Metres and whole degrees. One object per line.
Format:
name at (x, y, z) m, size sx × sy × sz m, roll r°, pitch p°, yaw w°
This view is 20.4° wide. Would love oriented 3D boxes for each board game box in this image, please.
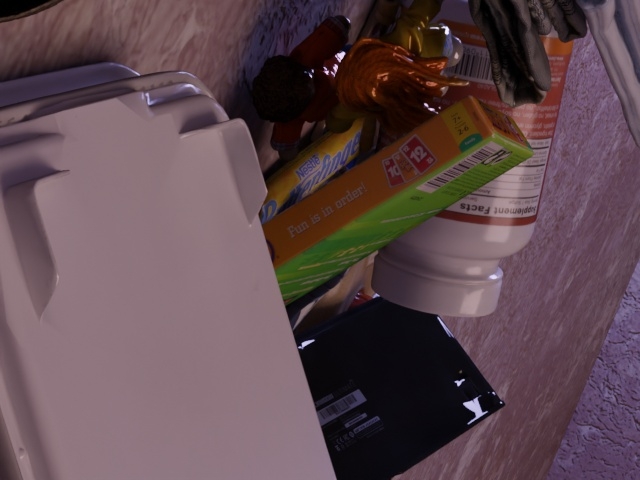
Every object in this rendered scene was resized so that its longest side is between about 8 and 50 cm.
board game box at (0.000, 0.000, 1.057) m, size 0.259 × 0.039 × 0.124 m, roll -34°, pitch 169°, yaw 13°

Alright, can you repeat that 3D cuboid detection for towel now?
towel at (0.108, -0.260, 0.969) m, size 0.312 × 0.056 × 0.324 m, roll 48°, pitch 42°, yaw -72°

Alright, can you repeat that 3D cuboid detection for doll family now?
doll family at (0.053, -0.155, 1.047) m, size 0.263 × 0.118 × 0.163 m, roll -71°, pitch 165°, yaw 13°

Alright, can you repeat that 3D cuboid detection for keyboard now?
keyboard at (0.029, 0.154, 1.226) m, size 0.317 × 0.201 × 0.033 m, roll -23°, pitch 163°, yaw -49°

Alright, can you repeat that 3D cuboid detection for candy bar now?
candy bar at (-0.008, -0.044, 1.176) m, size 0.161 × 0.018 × 0.040 m, roll -41°, pitch 149°, yaw -45°

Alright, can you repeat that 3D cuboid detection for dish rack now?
dish rack at (-0.068, 0.082, 0.780) m, size 0.285 × 0.072 × 0.333 m, roll -26°, pitch 100°, yaw -64°

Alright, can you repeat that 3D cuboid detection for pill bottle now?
pill bottle at (0.099, -0.062, 1.235) m, size 0.121 × 0.121 × 0.216 m, roll -23°, pitch 126°, yaw -66°

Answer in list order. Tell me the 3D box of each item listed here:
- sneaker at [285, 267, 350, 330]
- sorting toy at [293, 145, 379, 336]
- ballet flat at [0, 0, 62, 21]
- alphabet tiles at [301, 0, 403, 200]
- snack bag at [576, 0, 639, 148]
sneaker at (-0.023, 0.028, 1.170) m, size 0.144 × 0.053 × 0.059 m, roll -51°, pitch -176°, yaw 15°
sorting toy at (0.066, -0.020, 1.385) m, size 0.307 × 0.041 × 0.229 m, roll -68°, pitch 163°, yaw 11°
ballet flat at (-0.126, -0.111, 0.666) m, size 0.250 × 0.058 × 0.084 m, roll -25°, pitch 137°, yaw -66°
alphabet tiles at (0.034, -0.083, 1.288) m, size 0.237 × 0.009 × 0.198 m, roll -64°, pitch 164°, yaw -4°
snack bag at (0.165, -0.270, 1.053) m, size 0.342 × 0.037 × 0.323 m, roll 55°, pitch 33°, yaw -59°
